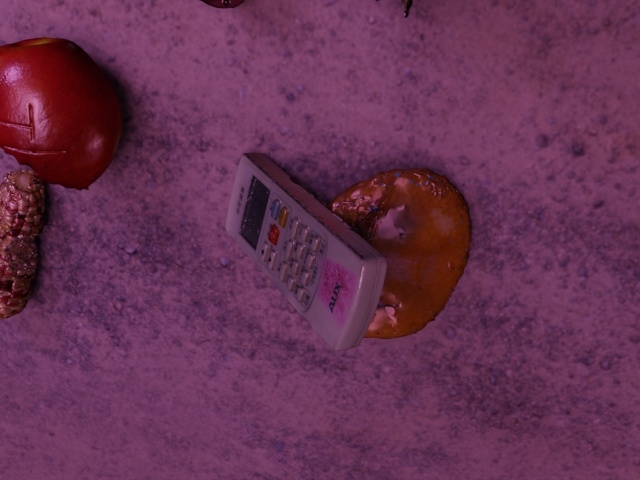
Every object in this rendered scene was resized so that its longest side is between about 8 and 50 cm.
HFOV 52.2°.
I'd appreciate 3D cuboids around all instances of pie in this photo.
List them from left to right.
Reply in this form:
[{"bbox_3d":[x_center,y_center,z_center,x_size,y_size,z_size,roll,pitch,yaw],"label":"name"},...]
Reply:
[{"bbox_3d":[0.106,0.018,0.968,0.273,0.069,0.273,-3,104,-14],"label":"pie"}]

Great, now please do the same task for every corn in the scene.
[{"bbox_3d":[-0.541,0.011,1.148,0.098,0.098,0.289,26,114,1],"label":"corn"}]

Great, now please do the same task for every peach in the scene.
[{"bbox_3d":[-0.406,-0.182,0.978,0.190,0.196,0.226,20,126,44],"label":"peach"}]

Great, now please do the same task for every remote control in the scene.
[{"bbox_3d":[-0.035,0.005,0.926,0.050,0.344,0.145,-3,120,-36],"label":"remote control"}]

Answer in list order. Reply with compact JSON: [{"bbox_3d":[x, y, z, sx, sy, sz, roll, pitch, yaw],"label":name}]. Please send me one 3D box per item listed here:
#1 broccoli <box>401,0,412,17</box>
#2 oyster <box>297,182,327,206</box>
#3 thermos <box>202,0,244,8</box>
[{"bbox_3d":[0.100,-0.401,0.682,0.348,0.281,0.293,-16,109,36],"label":"broccoli"},{"bbox_3d":[0.000,0.000,1.036,0.125,0.064,0.177,13,127,23],"label":"oyster"},{"bbox_3d":[-0.116,-0.471,0.832,0.110,0.136,0.330,21,121,35],"label":"thermos"}]
